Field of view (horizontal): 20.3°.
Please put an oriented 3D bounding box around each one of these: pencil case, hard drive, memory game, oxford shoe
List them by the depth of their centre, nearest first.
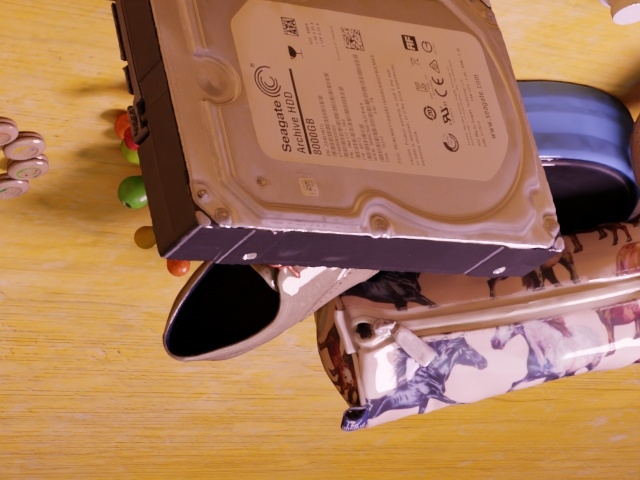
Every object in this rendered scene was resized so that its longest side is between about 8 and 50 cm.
[{"bbox_3d":[0.016,-0.094,1.326,0.339,0.237,0.064,4,152,-35],"label":"hard drive"},{"bbox_3d":[-0.320,-0.057,1.513,0.186,0.012,0.186,-11,158,-5],"label":"memory game"},{"bbox_3d":[0.000,0.000,1.557,0.348,0.123,0.130,-44,178,22],"label":"oxford shoe"},{"bbox_3d":[0.201,0.069,1.721,0.410,0.160,0.183,-11,-177,-4],"label":"pencil case"}]

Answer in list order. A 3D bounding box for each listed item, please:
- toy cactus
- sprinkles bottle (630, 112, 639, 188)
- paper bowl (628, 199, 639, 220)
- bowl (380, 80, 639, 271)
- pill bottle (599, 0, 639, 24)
[{"bbox_3d":[-0.087,-0.062,1.547,0.180,0.112,0.219,-21,150,-7],"label":"toy cactus"},{"bbox_3d":[0.469,-0.092,1.721,0.355,0.121,0.121,-5,157,-31],"label":"sprinkles bottle"},{"bbox_3d":[0.425,0.007,1.933,0.284,0.148,0.284,-11,157,-5],"label":"paper bowl"},{"bbox_3d":[0.131,-0.028,1.766,0.391,0.077,0.391,-12,158,-5],"label":"bowl"},{"bbox_3d":[0.228,-0.209,1.375,0.043,0.083,0.043,-12,158,-5],"label":"pill bottle"}]
